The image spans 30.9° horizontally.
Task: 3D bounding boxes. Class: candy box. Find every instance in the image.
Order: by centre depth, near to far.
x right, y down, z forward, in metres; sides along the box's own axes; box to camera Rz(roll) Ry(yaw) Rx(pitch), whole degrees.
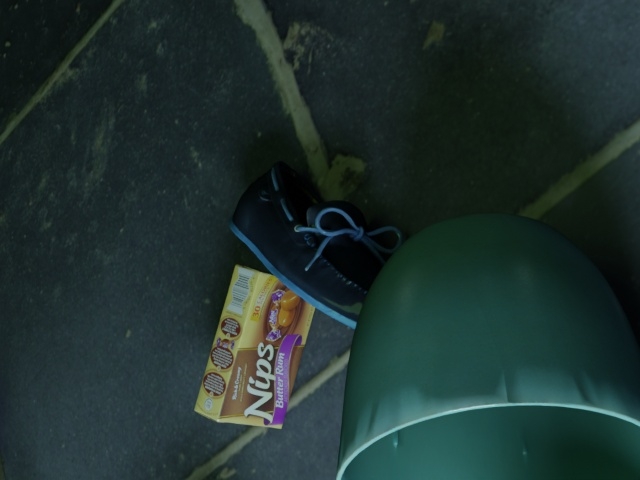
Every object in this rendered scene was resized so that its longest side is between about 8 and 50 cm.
[{"bbox_3d":[-0.076,0.131,1.411,0.053,0.109,0.187,14,89,45],"label":"candy box"}]

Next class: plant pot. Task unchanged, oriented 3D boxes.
[{"bbox_3d":[0.159,0.118,1.071,0.293,0.293,0.235,-31,43,35],"label":"plant pot"}]

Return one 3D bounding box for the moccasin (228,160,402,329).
[{"bbox_3d":[0.000,0.000,1.355,0.342,0.137,0.117,37,101,43],"label":"moccasin"}]
